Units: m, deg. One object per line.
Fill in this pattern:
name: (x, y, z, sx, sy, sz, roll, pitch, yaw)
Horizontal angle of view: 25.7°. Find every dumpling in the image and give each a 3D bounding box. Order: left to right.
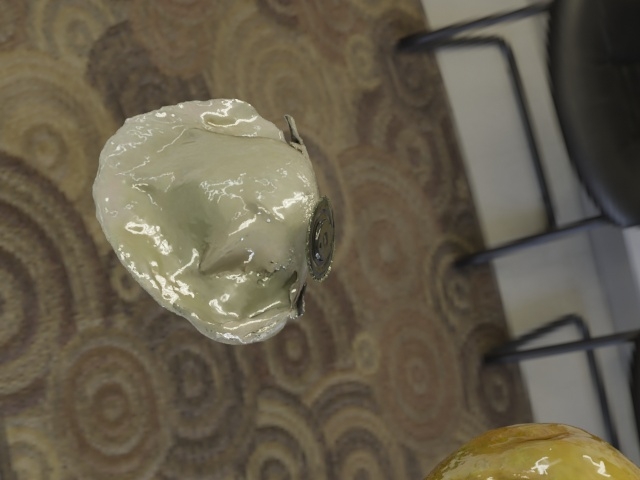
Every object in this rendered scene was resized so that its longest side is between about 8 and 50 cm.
dumpling: (-0.102, -0.014, 1.321, 0.163, 0.204, 0.293, 90, -2, -50)

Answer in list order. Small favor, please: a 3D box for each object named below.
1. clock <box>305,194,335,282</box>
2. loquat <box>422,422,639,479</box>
clock: (0.000, 0.000, 1.230, 0.083, 0.010, 0.074, -51, 140, -64)
loquat: (0.132, 0.224, 0.860, 0.213, 0.213, 0.213, 22, 62, -47)
